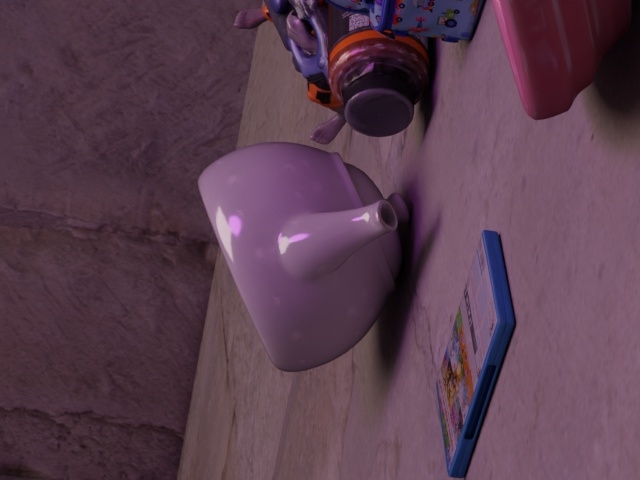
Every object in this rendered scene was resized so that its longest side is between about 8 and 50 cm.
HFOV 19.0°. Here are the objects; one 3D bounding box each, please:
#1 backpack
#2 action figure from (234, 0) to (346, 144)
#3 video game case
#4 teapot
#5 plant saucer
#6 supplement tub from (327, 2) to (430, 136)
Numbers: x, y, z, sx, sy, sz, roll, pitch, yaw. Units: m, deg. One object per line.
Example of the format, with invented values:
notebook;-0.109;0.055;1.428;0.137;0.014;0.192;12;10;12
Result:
backpack;0.063;-0.266;1.739;0.158;0.173;0.117;108;167;-46
action figure;-0.004;-0.315;2.281;0.330;0.178;0.341;125;127;-62
video game case;0.123;0.092;1.543;0.119;0.015;0.166;-94;15;-53
teapot;0.000;0.000;1.934;0.252;0.187;0.256;68;178;-46
plant saucer;0.130;-0.246;1.234;0.332;0.084;0.332;-15;-90;-84
supplement tub;0.059;-0.199;1.946;0.106;0.106;0.198;108;168;-50
